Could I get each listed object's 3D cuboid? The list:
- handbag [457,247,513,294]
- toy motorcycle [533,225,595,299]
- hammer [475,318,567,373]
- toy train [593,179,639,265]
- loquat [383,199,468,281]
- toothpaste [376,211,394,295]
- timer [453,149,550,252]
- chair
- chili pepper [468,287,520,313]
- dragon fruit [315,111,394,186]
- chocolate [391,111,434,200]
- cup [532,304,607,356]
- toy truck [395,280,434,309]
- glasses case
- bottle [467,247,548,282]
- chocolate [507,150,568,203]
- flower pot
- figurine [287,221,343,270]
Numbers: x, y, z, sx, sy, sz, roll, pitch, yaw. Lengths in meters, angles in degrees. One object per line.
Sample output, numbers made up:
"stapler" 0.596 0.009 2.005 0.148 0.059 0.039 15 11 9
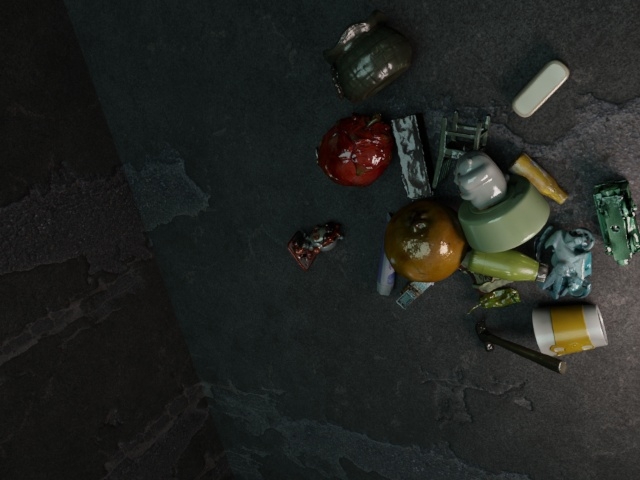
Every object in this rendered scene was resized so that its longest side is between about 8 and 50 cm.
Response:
"handbag" 0.652 0.098 1.826 0.235 0.127 0.213 -33 95 41
"toy motorcycle" 0.852 0.073 1.678 0.206 0.154 0.260 15 116 54
"hammer" 0.749 0.412 1.819 0.168 0.044 0.440 60 165 -15
"toy train" 0.955 -0.057 1.525 0.115 0.154 0.269 -11 106 38
"loquat" 0.396 0.002 1.821 0.328 0.328 0.328 15 121 27
"toothpaste" 0.289 0.069 2.074 0.080 0.125 0.371 -3 119 -3
"timer" 0.558 -0.162 1.599 0.291 0.291 0.315 -22 118 39
"chair" 0.505 -0.314 1.706 0.147 0.136 0.270 17 120 28
"chili pepper" 0.688 0.235 1.909 0.204 0.073 0.072 -16 86 27
"dragon fruit" 0.133 -0.344 1.855 0.277 0.277 0.342 47 129 5
"chocolate" 0.363 -0.320 1.818 0.112 0.112 0.321 -5 109 34
"cup" 0.919 0.337 1.759 0.226 0.185 0.241 -17 137 33
"toy truck" 0.411 0.204 2.050 0.080 0.115 0.177 43 128 8
"glasses case" 0.706 -0.488 1.539 0.083 0.050 0.196 44 130 4
"bottle" 0.661 0.084 1.687 0.260 0.112 0.112 14 121 17
"chocolate" 0.753 -0.209 1.641 0.219 0.085 0.085 39 129 5
"flower pot" 0.160 -0.632 1.685 0.302 0.302 0.213 -31 95 40
"figurine" 0.000 0.000 2.199 0.226 0.183 0.160 -29 105 27
